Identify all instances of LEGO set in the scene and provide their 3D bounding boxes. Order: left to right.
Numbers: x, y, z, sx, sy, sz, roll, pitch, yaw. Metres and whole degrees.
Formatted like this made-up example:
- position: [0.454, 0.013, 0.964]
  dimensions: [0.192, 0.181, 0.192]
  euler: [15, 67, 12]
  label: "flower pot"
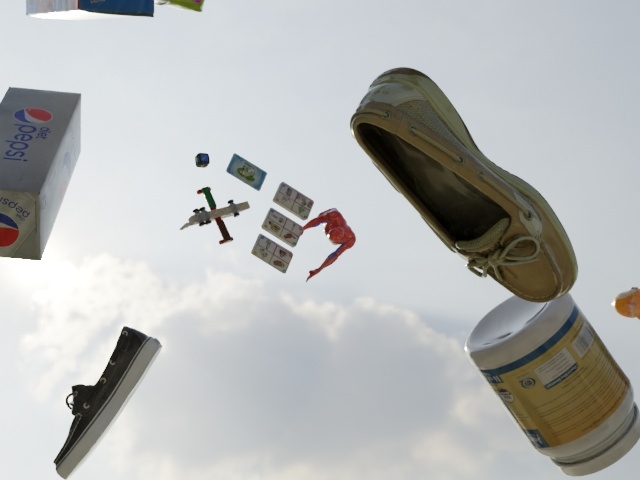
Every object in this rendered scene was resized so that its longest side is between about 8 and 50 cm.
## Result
- position: [-0.148, -0.059, 1.918]
  dimensions: [0.244, 0.182, 0.060]
  euler: [31, -35, -15]
  label: "LEGO set"

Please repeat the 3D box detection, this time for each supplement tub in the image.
- position: [0.283, 0.168, 1.230]
  dimensions: [0.144, 0.144, 0.200]
  euler: [-29, -78, 34]
  label: "supplement tub"

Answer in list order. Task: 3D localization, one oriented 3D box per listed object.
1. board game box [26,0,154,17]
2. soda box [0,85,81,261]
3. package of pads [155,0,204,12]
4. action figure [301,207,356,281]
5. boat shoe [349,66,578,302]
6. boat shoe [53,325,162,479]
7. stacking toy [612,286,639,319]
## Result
- position: [-0.276, -0.416, 1.193]
  dimensions: [0.086, 0.308, 0.302]
  euler: [-3, 11, -26]
  label: "board game box"
- position: [-0.356, -0.088, 1.232]
  dimensions: [0.098, 0.286, 0.091]
  euler: [5, -60, -6]
  label: "soda box"
- position: [-0.192, -0.426, 1.316]
  dimensions: [0.101, 0.296, 0.229]
  euler: [12, -72, -24]
  label: "package of pads"
- position: [0.000, 0.000, 2.013]
  dimensions: [0.139, 0.091, 0.280]
  euler: [-35, 3, -1]
  label: "action figure"
- position: [0.073, -0.018, 0.522]
  dimensions: [0.056, 0.048, 0.153]
  euler: [-25, -68, 41]
  label: "boat shoe"
- position: [-0.311, 0.218, 1.420]
  dimensions: [0.076, 0.228, 0.080]
  euler: [32, -17, 1]
  label: "boat shoe"
- position: [0.580, 0.086, 1.494]
  dimensions: [0.301, 0.166, 0.175]
  euler: [-2, 7, 28]
  label: "stacking toy"
